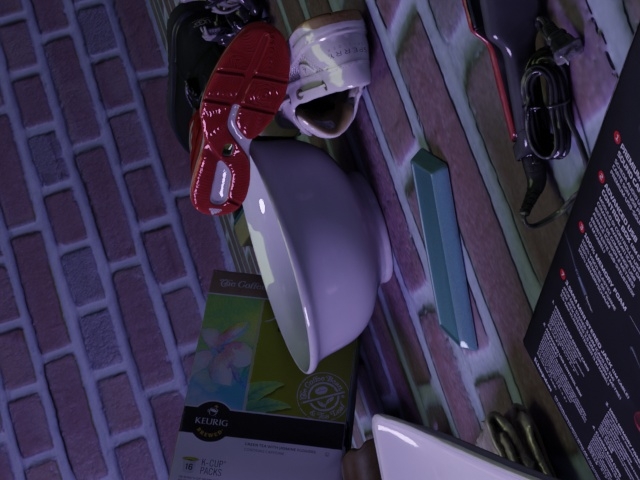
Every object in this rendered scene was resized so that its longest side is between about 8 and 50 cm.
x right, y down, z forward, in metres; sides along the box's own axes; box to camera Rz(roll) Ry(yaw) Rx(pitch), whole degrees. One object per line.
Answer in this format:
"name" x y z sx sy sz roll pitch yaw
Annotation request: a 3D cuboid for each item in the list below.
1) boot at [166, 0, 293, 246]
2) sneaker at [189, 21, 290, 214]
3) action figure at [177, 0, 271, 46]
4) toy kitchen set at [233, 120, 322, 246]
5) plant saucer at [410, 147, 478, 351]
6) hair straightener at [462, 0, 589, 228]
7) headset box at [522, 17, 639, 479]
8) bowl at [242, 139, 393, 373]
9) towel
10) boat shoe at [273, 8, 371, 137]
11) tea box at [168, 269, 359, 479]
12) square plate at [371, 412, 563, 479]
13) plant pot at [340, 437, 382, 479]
"boot" -0.147 -0.156 1.735 0.367 0.146 0.445 83 161 -49
"sneaker" -0.104 -0.150 1.061 0.221 0.087 0.128 -65 29 27
"action figure" -0.160 -0.378 1.422 0.164 0.141 0.275 17 122 64
"toy kitchen set" -0.055 -0.116 1.440 0.207 0.122 0.166 -50 54 53
"plant saucer" 0.115 0.011 0.931 0.067 0.018 0.192 -132 28 -66
"hair straightener" 0.125 -0.109 0.613 0.089 0.047 0.230 -131 26 -66
"headset box" 0.188 0.041 0.347 0.293 0.110 0.218 89 161 -56
"bowl" 0.000 0.000 1.186 0.298 0.134 0.298 163 90 -80
"towel" 0.186 0.275 0.893 0.282 0.049 0.187 90 162 -61
"boat shoe" -0.006 -0.155 1.076 0.277 0.098 0.096 135 118 -77
"tea box" -0.064 0.264 1.396 0.329 0.220 0.323 90 -174 -58
"square plate" 0.187 0.295 0.632 0.347 0.049 0.344 9 115 51
"plant pot" 0.099 0.317 1.129 0.167 0.167 0.165 90 167 -57
